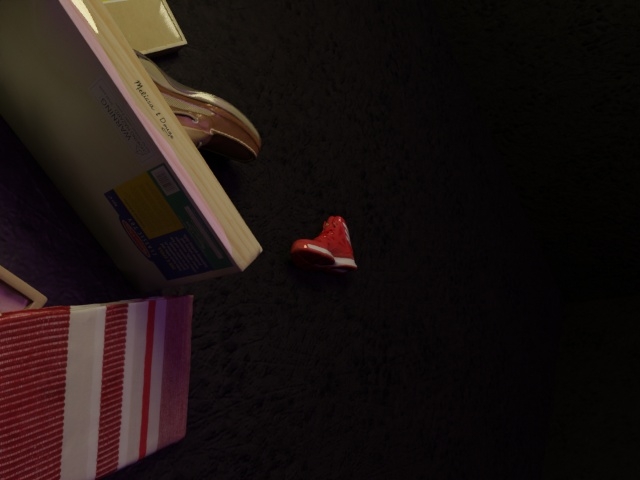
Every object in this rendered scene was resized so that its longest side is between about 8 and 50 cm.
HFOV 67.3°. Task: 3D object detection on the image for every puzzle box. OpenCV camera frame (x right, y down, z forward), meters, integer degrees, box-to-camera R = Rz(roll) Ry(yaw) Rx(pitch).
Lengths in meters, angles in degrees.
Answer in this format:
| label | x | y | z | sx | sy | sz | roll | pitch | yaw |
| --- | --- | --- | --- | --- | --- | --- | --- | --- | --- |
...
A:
| label | x | y | z | sx | sy | sz | roll | pitch | yaw |
| --- | --- | --- | --- | --- | --- | --- | --- | --- | --- |
| puzzle box | -0.281 | -0.112 | 0.642 | 0.408 | 0.272 | 0.052 | 60 | 43 | -19 |

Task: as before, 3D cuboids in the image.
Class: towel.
| label | x | y | z | sx | sy | sz | roll | pitch | yaw |
| --- | --- | --- | --- | --- | --- | --- | --- | --- | --- |
| towel | -0.298 | 0.198 | 0.627 | 0.329 | 0.037 | 0.237 | 2 | 91 | -61 |

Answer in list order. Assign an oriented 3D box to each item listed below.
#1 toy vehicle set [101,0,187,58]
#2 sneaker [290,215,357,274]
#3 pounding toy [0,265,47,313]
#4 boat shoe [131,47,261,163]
| label | x | y | z | sx | sy | sz | roll | pitch | yaw |
| --- | --- | --- | --- | --- | --- | --- | --- | --- | --- |
| toy vehicle set | -0.363 | -0.445 | 0.830 | 0.166 | 0.035 | 0.266 | -42 | 111 | -47 |
| sneaker | 0.000 | 0.000 | 1.096 | 0.221 | 0.087 | 0.128 | 26 | 50 | -56 |
| pounding toy | -0.425 | 0.128 | 0.544 | 0.181 | 0.094 | 0.206 | 54 | 50 | -38 |
| boat shoe | -0.257 | -0.203 | 0.829 | 0.324 | 0.123 | 0.119 | 23 | 67 | -34 |
